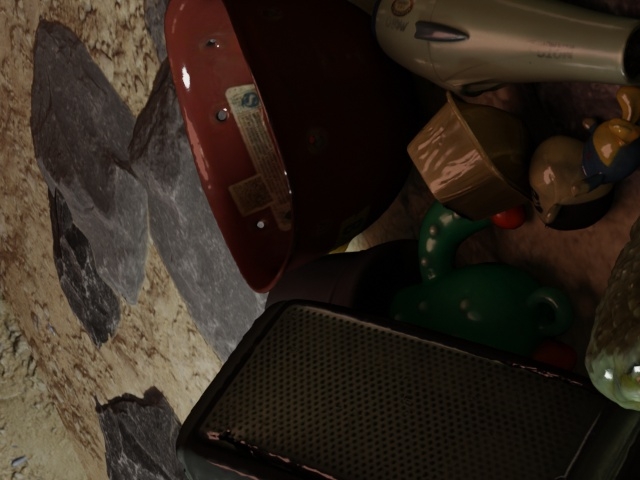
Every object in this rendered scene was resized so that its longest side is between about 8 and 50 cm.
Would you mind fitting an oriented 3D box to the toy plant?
[{"bbox_3d":[0.111,0.080,1.396,0.400,0.185,0.279,0,78,52],"label":"toy plant"}]

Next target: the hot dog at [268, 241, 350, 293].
[{"bbox_3d":[-0.002,0.003,1.648,0.087,0.061,0.286,60,148,11],"label":"hot dog"}]

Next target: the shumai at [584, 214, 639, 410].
[{"bbox_3d":[0.380,0.033,0.939,0.263,0.304,0.309,32,162,-2],"label":"shumai"}]

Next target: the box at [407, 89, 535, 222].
[{"bbox_3d":[0.156,-0.080,1.235,0.111,0.177,0.111,-5,79,24],"label":"box"}]

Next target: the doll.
[{"bbox_3d":[0.241,-0.070,1.175,0.089,0.102,0.179,23,138,2],"label":"doll"}]

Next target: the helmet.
[{"bbox_3d":[-0.008,-0.140,1.390,0.385,0.230,0.337,124,128,-67],"label":"helmet"}]

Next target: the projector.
[{"bbox_3d":[0.106,0.288,1.253,0.405,0.242,0.395,15,144,32],"label":"projector"}]

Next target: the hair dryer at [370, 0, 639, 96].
[{"bbox_3d":[0.190,-0.247,1.160,0.296,0.119,0.298,40,126,33],"label":"hair dryer"}]
